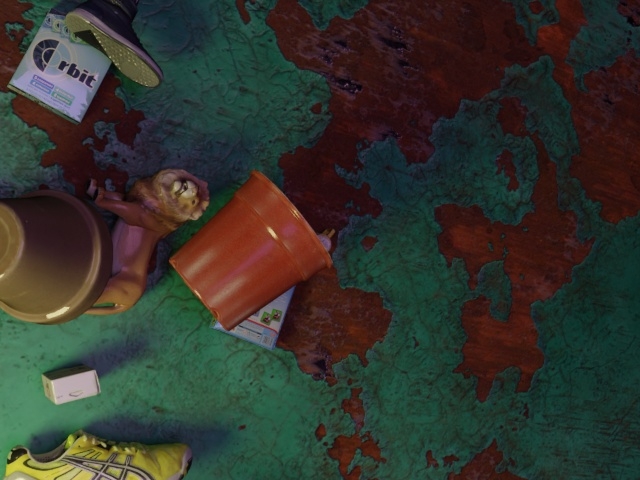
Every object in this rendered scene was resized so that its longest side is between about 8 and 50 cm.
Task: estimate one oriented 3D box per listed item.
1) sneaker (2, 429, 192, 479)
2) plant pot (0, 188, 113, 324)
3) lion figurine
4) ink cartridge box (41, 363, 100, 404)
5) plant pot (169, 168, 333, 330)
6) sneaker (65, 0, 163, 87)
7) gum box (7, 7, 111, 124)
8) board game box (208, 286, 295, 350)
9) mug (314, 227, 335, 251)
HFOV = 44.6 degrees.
[{"bbox_3d":[-0.444,0.459,1.590,0.385,0.145,0.147,-6,92,-30],"label":"sneaker"},{"bbox_3d":[-0.551,0.021,1.438,0.263,0.229,0.263,-2,82,12],"label":"plant pot"},{"bbox_3d":[-0.402,0.016,1.649,0.240,0.142,0.392,22,92,-34],"label":"lion figurine"},{"bbox_3d":[-0.504,0.288,1.573,0.088,0.122,0.052,-12,94,-28],"label":"ink cartridge box"},{"bbox_3d":[-0.160,0.035,1.668,0.265,0.272,0.272,-39,107,-9],"label":"plant pot"},{"bbox_3d":[-0.397,-0.441,1.645,0.226,0.086,0.163,40,50,-16],"label":"sneaker"},{"bbox_3d":[-0.533,-0.360,1.624,0.157,0.041,0.184,29,76,-26],"label":"gum box"},{"bbox_3d":[-0.149,0.130,1.817,0.160,0.039,0.211,25,77,-24],"label":"board game box"},{"bbox_3d":[-0.003,0.001,1.886,0.062,0.064,0.078,18,80,-26],"label":"mug"}]
